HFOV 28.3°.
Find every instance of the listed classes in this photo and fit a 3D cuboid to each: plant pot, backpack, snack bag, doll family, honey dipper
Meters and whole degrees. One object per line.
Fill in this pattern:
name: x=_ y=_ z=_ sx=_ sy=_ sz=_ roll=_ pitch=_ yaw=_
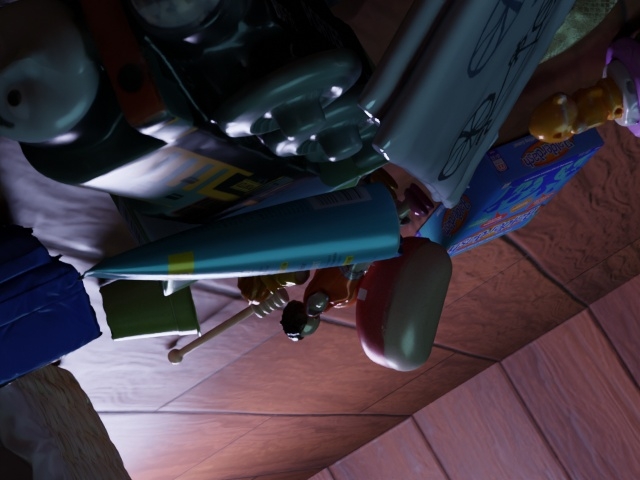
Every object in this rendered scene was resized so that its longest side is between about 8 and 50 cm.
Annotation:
plant pot: x=-0.156 y=0.057 z=1.147 sx=0.079 sy=0.083 sz=0.083 roll=-16 pitch=162 yaw=-9
backpack: x=-0.223 y=0.040 z=0.922 sx=0.098 sy=0.101 sz=0.120 roll=-20 pitch=-166 yaw=-22
snack bag: x=0.132 y=-0.176 z=0.750 sx=0.323 sy=0.037 sz=0.342 roll=-60 pitch=169 yaw=3
doll family: x=0.000 y=0.000 z=1.225 sx=0.163 sy=0.118 sz=0.263 roll=-43 pitch=179 yaw=19
honey dipper: x=-0.107 y=0.098 z=1.432 sx=0.160 sy=0.030 sz=0.030 roll=-33 pitch=164 yaw=16

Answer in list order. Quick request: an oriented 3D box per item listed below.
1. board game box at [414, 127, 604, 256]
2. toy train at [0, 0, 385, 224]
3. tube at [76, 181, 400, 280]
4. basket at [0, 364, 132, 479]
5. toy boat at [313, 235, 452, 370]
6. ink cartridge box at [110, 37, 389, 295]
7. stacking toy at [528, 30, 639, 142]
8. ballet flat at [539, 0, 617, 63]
board game box: x=0.220 y=-0.058 z=1.510 sx=0.160 sy=0.047 sz=0.210 roll=-22 pitch=163 yaw=-28
toy train: x=-0.063 y=-0.088 z=0.717 sx=0.190 sy=0.142 sz=0.334 roll=-25 pitch=173 yaw=12
tube: x=-0.053 y=0.003 z=0.824 sx=0.207 sy=0.052 sz=0.080 roll=-10 pitch=173 yaw=-15
basket: x=-0.321 y=0.310 z=1.151 sx=0.328 sy=0.331 sz=0.266 roll=-32 pitch=166 yaw=3
toy boat: x=0.065 y=0.060 z=1.442 sx=0.231 sy=0.151 sz=0.151 roll=4 pitch=101 yaw=-85
ink cartridge box: x=-0.044 y=-0.058 z=0.917 sx=0.209 sy=0.109 sz=0.062 roll=-26 pitch=164 yaw=-15
stacking toy: x=0.351 y=-0.160 z=1.286 sx=0.302 sy=0.166 sz=0.175 roll=-18 pitch=148 yaw=-4
ballet flat: x=0.151 y=-0.169 z=1.012 sx=0.206 sy=0.073 sz=0.067 roll=-38 pitch=149 yaw=14
